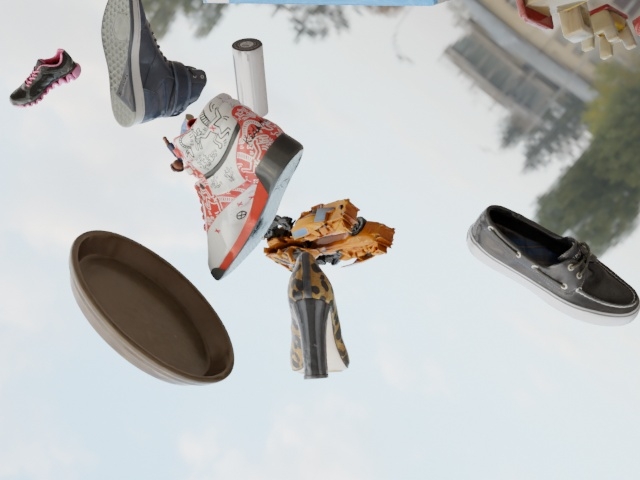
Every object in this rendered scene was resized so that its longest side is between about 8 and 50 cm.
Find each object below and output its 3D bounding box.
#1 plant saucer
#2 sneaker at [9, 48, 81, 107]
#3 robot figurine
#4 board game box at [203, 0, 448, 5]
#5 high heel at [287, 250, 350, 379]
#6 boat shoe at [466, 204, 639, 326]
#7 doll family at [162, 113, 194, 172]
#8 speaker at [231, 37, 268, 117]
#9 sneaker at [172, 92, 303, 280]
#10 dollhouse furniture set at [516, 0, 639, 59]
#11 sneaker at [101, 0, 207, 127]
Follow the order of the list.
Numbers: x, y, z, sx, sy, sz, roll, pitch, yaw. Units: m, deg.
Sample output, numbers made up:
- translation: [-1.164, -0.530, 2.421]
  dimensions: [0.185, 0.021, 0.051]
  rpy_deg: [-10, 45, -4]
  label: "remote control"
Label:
- translation: [-0.233, 0.097, 1.551]
  dimensions: [0.278, 0.041, 0.278]
  rpy_deg: [39, -163, -14]
  label: "plant saucer"
- translation: [-0.423, -0.248, 1.726]
  dimensions: [0.047, 0.119, 0.057]
  rpy_deg: [46, 167, 38]
  label: "sneaker"
- translation: [0.000, 0.000, 2.357]
  dimensions: [0.211, 0.291, 0.085]
  rpy_deg: [31, -123, -32]
  label: "robot figurine"
- translation: [0.069, -0.338, 1.339]
  dimensions: [0.308, 0.086, 0.302]
  rpy_deg: [8, -158, 33]
  label: "board game box"
- translation: [-0.007, 0.113, 1.761]
  dimensions: [0.093, 0.186, 0.261]
  rpy_deg: [-4, 177, 1]
  label: "high heel"
- translation: [0.289, 0.024, 1.388]
  dimensions: [0.229, 0.076, 0.080]
  rpy_deg: [31, -126, 10]
  label: "boat shoe"
- translation: [-0.187, -0.149, 2.042]
  dimensions: [0.193, 0.111, 0.076]
  rpy_deg: [31, -146, 9]
  label: "doll family"
- translation: [-0.123, -0.283, 2.012]
  dimensions: [0.055, 0.136, 0.055]
  rpy_deg: [-3, -145, 2]
  label: "speaker"
- translation: [-0.127, -0.072, 1.478]
  dimensions: [0.145, 0.270, 0.090]
  rpy_deg: [37, -132, 7]
  label: "sneaker"
- translation: [0.520, -0.472, 2.109]
  dimensions: [0.374, 0.201, 0.152]
  rpy_deg: [6, -110, -52]
  label: "dollhouse furniture set"
- translation: [-0.270, -0.308, 1.883]
  dimensions: [0.086, 0.226, 0.163]
  rpy_deg: [14, -159, 42]
  label: "sneaker"
